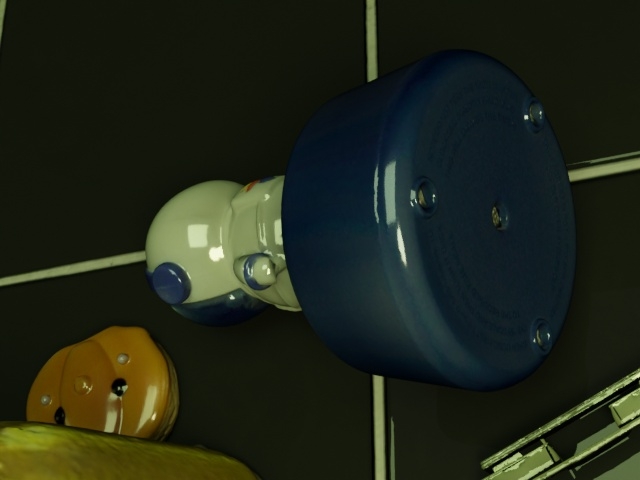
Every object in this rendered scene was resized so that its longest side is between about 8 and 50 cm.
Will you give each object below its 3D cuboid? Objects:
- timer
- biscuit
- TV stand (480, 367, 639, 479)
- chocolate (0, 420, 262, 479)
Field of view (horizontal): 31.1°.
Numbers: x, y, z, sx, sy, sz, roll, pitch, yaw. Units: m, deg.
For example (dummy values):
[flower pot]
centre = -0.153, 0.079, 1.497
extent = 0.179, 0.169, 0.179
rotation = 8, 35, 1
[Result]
[timer]
centre = 0.000, 0.000, 1.012
extent = 0.383, 0.270, 0.270
rotation = -8, 65, 40
[biscuit]
centre = -0.219, 0.167, 1.134
extent = 0.170, 0.050, 0.170
rotation = -10, 65, 23
[TV stand]
centre = 0.239, 0.142, 0.928
extent = 0.249, 0.036, 0.042
rotation = -33, 56, 10
[chocolate]
centre = -0.207, 0.206, 0.881
extent = 0.162, 0.445, 0.162
rotation = -10, 69, 26
